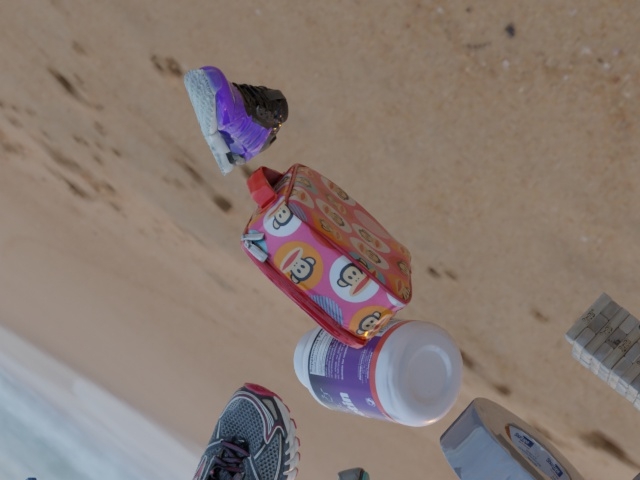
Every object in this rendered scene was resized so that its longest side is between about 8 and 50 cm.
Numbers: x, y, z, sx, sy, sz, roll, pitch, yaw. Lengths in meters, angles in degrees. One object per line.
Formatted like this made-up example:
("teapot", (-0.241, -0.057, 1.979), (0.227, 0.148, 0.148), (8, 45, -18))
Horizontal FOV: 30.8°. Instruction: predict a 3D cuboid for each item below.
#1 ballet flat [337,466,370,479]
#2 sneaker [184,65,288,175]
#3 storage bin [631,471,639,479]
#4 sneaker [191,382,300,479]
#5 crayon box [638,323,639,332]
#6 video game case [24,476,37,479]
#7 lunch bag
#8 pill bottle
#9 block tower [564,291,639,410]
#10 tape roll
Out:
("ballet flat", (0.052, 0.506, 2.066), (0.068, 0.213, 0.072), (-8, 142, 14))
("sneaker", (-0.126, -0.216, 1.878), (0.293, 0.146, 0.102), (84, 161, -72))
("storage bin", (0.539, 0.374, 1.776), (0.091, 0.098, 0.135), (34, 127, 0))
("sneaker", (-0.117, 0.322, 1.439), (0.121, 0.299, 0.112), (20, -175, 33))
("crayon box", (0.498, 0.124, 1.152), (0.318, 0.202, 0.081), (36, -162, -24))
("video game case", (-0.398, 0.419, 1.556), (0.119, 0.015, 0.166), (-43, 53, 34))
("lunch bag", (0.000, 0.000, 1.579), (0.258, 0.120, 0.293), (42, -166, -6))
("pill bottle", (0.092, 0.226, 2.083), (0.181, 0.181, 0.323), (51, 154, -23))
("block tower", (0.513, 0.222, 1.689), (0.335, 0.091, 0.097), (41, 171, 19))
("tape roll", (0.261, 0.304, 1.514), (0.219, 0.072, 0.219), (38, -168, -10))
